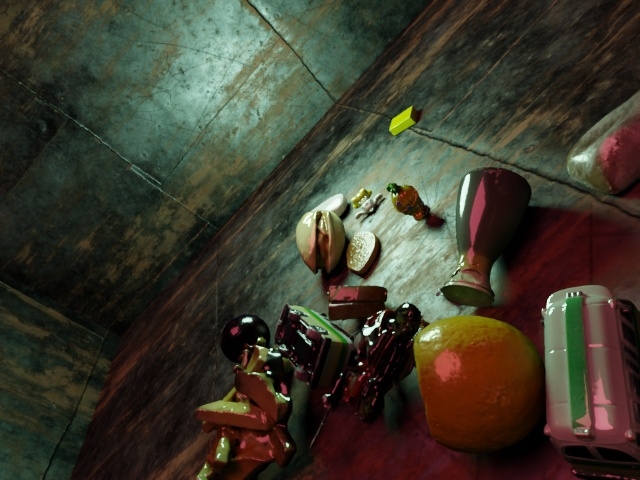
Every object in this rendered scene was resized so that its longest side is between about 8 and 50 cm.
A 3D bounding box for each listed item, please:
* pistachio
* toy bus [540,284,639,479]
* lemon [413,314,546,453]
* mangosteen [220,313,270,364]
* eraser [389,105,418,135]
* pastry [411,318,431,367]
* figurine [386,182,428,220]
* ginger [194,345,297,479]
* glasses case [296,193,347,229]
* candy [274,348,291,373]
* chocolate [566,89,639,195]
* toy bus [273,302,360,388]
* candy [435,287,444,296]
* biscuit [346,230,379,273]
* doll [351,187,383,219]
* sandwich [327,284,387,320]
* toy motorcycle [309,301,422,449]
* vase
[{"bbox_3d":[0.000,0.000,1.606,0.193,0.214,0.318,-1,47,2],"label":"pistachio"},{"bbox_3d":[0.431,0.207,0.640,0.133,0.164,0.276,-21,38,43],"label":"toy bus"},{"bbox_3d":[0.291,0.251,0.743,0.219,0.241,0.241,-14,36,13],"label":"lemon"},{"bbox_3d":[-0.269,0.388,1.527,0.194,0.194,0.231,-43,52,14],"label":"mangosteen"},{"bbox_3d":[0.380,-0.546,1.880,0.122,0.045,0.097,-27,33,41],"label":"eraser"},{"bbox_3d":[0.245,0.253,0.994,0.087,0.063,0.169,-40,26,14],"label":"pastry"},{"bbox_3d":[0.282,-0.125,1.337,0.094,0.156,0.115,-40,25,19],"label":"figurine"},{"bbox_3d":[-0.231,0.492,1.128,0.358,0.211,0.414,-39,46,49],"label":"ginger"},{"bbox_3d":[0.002,-0.105,1.855,0.296,0.075,0.113,-35,32,30],"label":"glasses case"},{"bbox_3d":[-0.212,0.486,1.426,0.335,0.093,0.092,-47,-19,26],"label":"candy"},{"bbox_3d":[0.700,-0.249,0.914,0.303,0.100,0.185,-41,24,12],"label":"chocolate"},{"bbox_3d":[-0.008,0.300,1.198,0.305,0.178,0.143,21,95,63],"label":"toy bus"},{"bbox_3d":[0.329,0.140,1.060,0.030,0.020,0.083,-55,28,-9],"label":"candy"},{"bbox_3d":[0.151,0.037,1.476,0.142,0.029,0.221,-41,26,21],"label":"biscuit"},{"bbox_3d":[0.179,-0.141,1.650,0.113,0.071,0.135,23,80,45],"label":"doll"},{"bbox_3d":[0.112,0.194,1.245,0.184,0.160,0.109,0,76,11],"label":"sandwich"},{"bbox_3d":[0.107,0.327,0.987,0.401,0.134,0.207,-65,17,-9],"label":"toy motorcycle"},{"bbox_3d":[0.393,-0.006,1.007,0.173,0.173,0.321,-7,53,55],"label":"vase"}]
